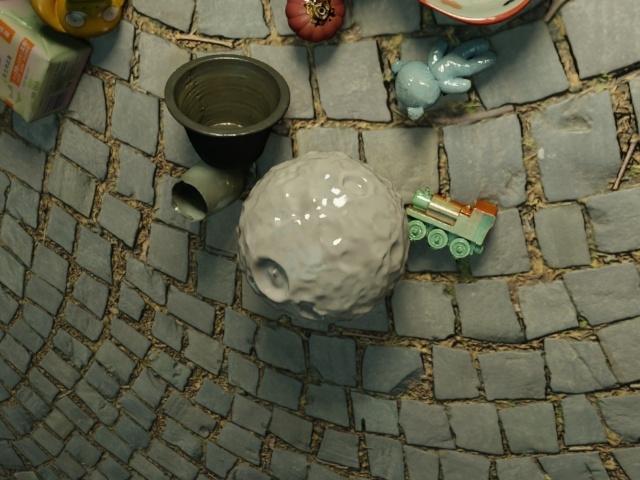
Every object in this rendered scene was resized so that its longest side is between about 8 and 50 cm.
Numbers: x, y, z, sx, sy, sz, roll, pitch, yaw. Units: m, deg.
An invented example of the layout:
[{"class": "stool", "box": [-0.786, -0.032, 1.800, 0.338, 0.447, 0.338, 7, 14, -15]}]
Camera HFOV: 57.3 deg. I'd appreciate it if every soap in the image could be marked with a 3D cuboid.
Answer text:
[{"class": "soap", "box": [-0.634, -0.393, 1.274, 0.182, 0.138, 0.199, 41, 127, -3]}]

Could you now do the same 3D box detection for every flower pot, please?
[{"class": "flower pot", "box": [-0.179, -0.238, 1.149, 0.235, 0.235, 0.148, 23, 145, 9]}]

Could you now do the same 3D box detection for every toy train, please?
[{"class": "toy train", "box": [0.249, -0.041, 1.155, 0.176, 0.074, 0.118, 25, 116, 13]}]

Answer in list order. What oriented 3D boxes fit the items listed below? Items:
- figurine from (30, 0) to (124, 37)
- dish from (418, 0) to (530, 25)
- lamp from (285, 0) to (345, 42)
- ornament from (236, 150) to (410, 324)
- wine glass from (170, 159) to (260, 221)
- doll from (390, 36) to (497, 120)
[{"class": "figurine", "box": [-0.464, -0.517, 1.123, 0.215, 0.215, 0.228, -12, 99, 28]}, {"class": "dish", "box": [0.240, -0.462, 0.876, 0.256, 0.117, 0.256, 10, 122, 17]}, {"class": "lamp", "box": [-0.009, -0.404, 1.031, 0.107, 0.092, 0.107, -5, 113, -13]}, {"class": "ornament", "box": [0.000, 0.000, 1.122, 0.337, 0.337, 0.337, 10, 122, 17]}, {"class": "wine glass", "box": [-0.219, -0.120, 1.222, 0.111, 0.204, 0.111, 13, 124, 21]}, {"class": "doll", "box": [0.216, -0.290, 1.029, 0.180, 0.075, 0.120, -21, 71, 11]}]
